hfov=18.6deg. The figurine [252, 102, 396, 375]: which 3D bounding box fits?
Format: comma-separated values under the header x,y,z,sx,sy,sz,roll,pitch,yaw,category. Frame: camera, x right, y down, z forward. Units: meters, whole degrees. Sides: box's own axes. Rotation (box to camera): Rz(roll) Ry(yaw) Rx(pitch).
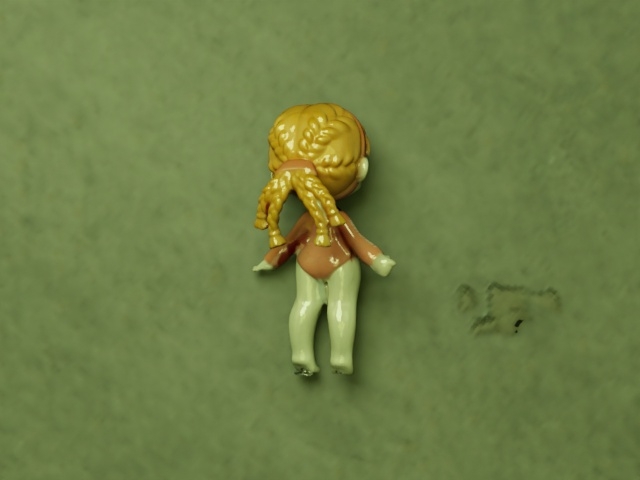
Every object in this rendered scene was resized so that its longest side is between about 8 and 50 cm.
x,y,z,sx,sy,sz,roll,pitch,yaw,category
0.000,0.000,0.777,0.064,0.047,0.109,0,93,25,figurine
